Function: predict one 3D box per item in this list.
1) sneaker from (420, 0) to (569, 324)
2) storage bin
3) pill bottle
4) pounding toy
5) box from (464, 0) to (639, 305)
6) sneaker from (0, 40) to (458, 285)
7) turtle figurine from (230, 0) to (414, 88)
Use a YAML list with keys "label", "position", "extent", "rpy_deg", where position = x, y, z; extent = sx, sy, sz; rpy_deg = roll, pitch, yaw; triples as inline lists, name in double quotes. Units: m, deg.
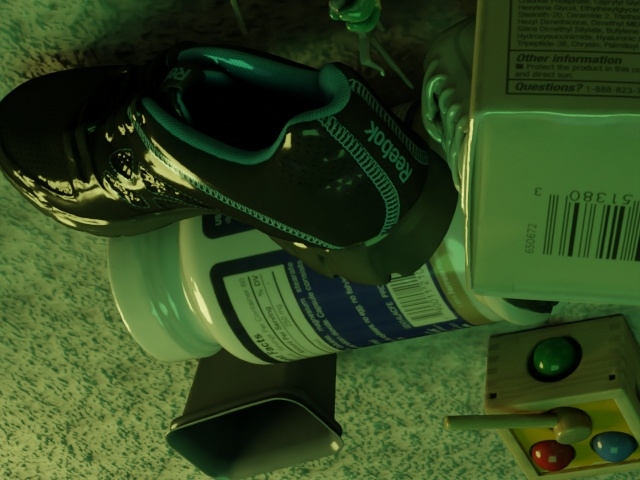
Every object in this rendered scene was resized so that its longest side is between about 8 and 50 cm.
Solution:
- label: "sneaker"
  position: [0.106, -0.058, 0.871]
  extent: [0.118, 0.292, 0.110]
  rpy_deg: [14, 125, 8]
- label: "storage bin"
  position: [-0.043, 0.128, 1.273]
  extent: [0.135, 0.091, 0.098]
  rpy_deg: [-19, 133, 32]
- label: "pill bottle"
  position: [0.000, 0.000, 1.061]
  extent: [0.265, 0.153, 0.153]
  rpy_deg: [-12, 136, 24]
- label: "pounding toy"
  position: [0.183, 0.130, 1.223]
  extent: [0.130, 0.100, 0.141]
  rpy_deg: [-12, 136, 23]
- label: "box"
  position: [0.147, -0.126, 0.753]
  extent: [0.148, 0.311, 0.121]
  rpy_deg: [4, 140, 7]
- label: "sneaker"
  position: [-0.081, -0.074, 0.958]
  extent: [0.341, 0.125, 0.139]
  rpy_deg: [9, 152, 34]
- label: "turtle figurine"
  position: [-0.014, -0.195, 0.862]
  extent: [0.175, 0.118, 0.234]
  rpy_deg: [26, 159, 49]
